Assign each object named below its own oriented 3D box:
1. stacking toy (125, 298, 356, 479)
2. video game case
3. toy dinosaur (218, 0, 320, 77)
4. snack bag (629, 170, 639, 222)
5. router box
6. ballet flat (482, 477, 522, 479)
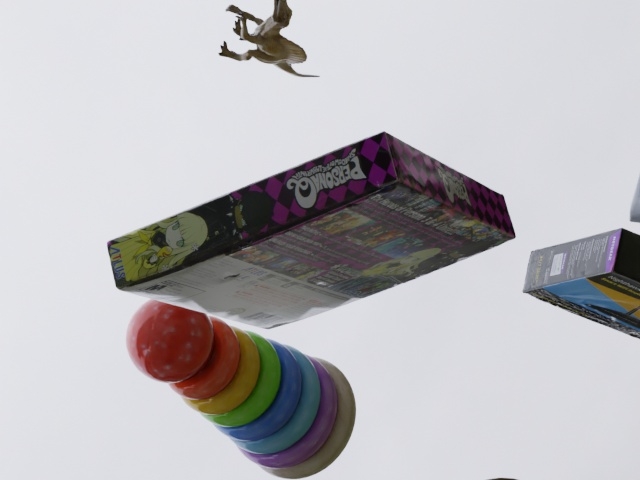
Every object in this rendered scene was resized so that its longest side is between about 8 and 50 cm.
[{"bbox_3d":[-0.092,0.146,2.047,0.330,0.141,0.141,37,-101,-55],"label":"stacking toy"},{"bbox_3d":[0.000,0.000,1.338,0.232,0.210,0.042,20,-127,-64],"label":"video game case"},{"bbox_3d":[-0.055,-0.202,2.052,0.183,0.092,0.053,71,-142,-67],"label":"toy dinosaur"},{"bbox_3d":[0.483,-0.118,1.882,0.037,0.323,0.342,83,-160,-43],"label":"snack bag"},{"bbox_3d":[0.289,0.046,1.717,0.179,0.133,0.046,21,-109,-24],"label":"router box"},{"bbox_3d":[0.017,0.284,1.223,0.342,0.116,0.124,-43,-19,-20],"label":"ballet flat"}]
